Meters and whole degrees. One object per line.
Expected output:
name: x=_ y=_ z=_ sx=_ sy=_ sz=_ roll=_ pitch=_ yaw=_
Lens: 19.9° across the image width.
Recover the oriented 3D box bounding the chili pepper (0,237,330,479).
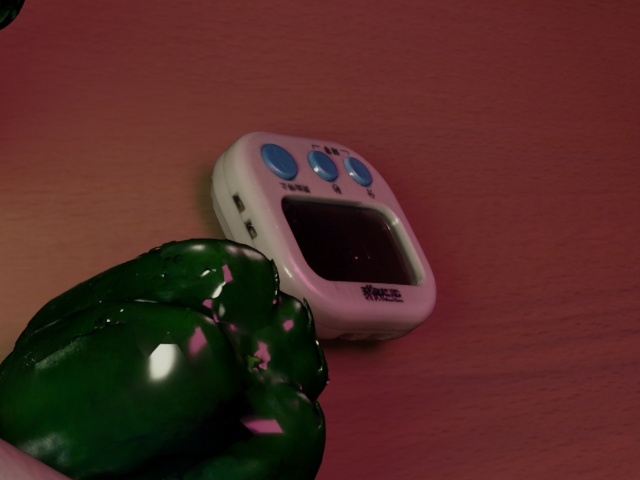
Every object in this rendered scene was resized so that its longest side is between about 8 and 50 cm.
chili pepper: x=-0.126 y=0.125 z=1.488 sx=0.249 sy=0.257 sz=0.233 roll=33 pitch=41 yaw=-34

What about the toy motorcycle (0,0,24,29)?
toy motorcycle: x=-0.328 y=-0.167 z=1.432 sx=0.125 sy=0.331 sz=0.196 roll=9 pitch=46 yaw=-40

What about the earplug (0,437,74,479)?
earplug: x=-0.227 y=0.230 z=1.349 sx=0.301 sy=0.172 sz=0.172 roll=35 pitch=35 yaw=-38

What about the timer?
timer: x=0.000 y=0.000 z=1.932 sx=0.262 sy=0.087 sz=0.237 roll=5 pitch=55 yaw=-51
